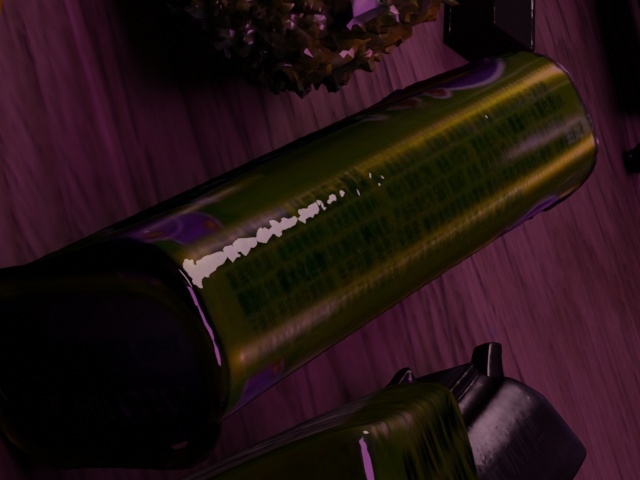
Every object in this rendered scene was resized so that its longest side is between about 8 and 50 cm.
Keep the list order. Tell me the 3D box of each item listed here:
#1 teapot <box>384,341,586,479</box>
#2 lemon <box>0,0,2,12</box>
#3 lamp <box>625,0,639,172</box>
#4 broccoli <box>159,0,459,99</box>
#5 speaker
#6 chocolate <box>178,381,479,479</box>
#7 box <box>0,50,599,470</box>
[{"bbox_3d":[0.062,0.111,0.875,0.096,0.087,0.177,59,40,-11],"label":"teapot"},{"bbox_3d":[-0.214,-0.071,0.460,0.260,0.260,0.284,-30,111,-52],"label":"lemon"},{"bbox_3d":[0.275,-0.178,1.178,0.147,0.172,0.227,-6,80,-54],"label":"lamp"},{"bbox_3d":[0.008,-0.169,0.820,0.194,0.194,0.220,39,43,-37],"label":"broccoli"},{"bbox_3d":[0.109,-0.204,1.082,0.046,0.040,0.191,28,57,-42],"label":"speaker"},{"bbox_3d":[0.013,0.210,0.648,0.301,0.137,0.289,11,65,-81],"label":"chocolate"},{"bbox_3d":[0.000,0.000,0.796,0.345,0.134,0.097,-29,100,-53],"label":"box"}]
